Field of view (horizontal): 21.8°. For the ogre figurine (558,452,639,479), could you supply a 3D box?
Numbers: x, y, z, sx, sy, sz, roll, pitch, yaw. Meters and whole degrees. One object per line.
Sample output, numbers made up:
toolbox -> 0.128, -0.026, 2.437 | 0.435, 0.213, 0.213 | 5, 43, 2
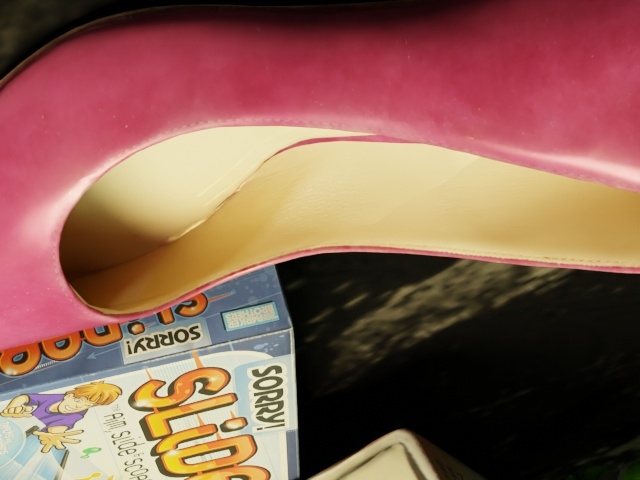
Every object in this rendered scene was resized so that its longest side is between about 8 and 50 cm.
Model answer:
ogre figurine -> 0.194, 0.080, 0.643 | 0.197, 0.097, 0.118 | 9, 162, -13

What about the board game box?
board game box -> -0.075, 0.076, 0.548 | 0.136, 0.035, 0.201 | -13, 150, -7

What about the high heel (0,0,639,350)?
high heel -> 0.000, 0.000, 0.379 | 0.244, 0.117, 0.082 | -24, 149, 12

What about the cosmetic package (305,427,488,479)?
cosmetic package -> 0.062, 0.193, 0.644 | 0.129, 0.153, 0.296 | -33, 153, 9
